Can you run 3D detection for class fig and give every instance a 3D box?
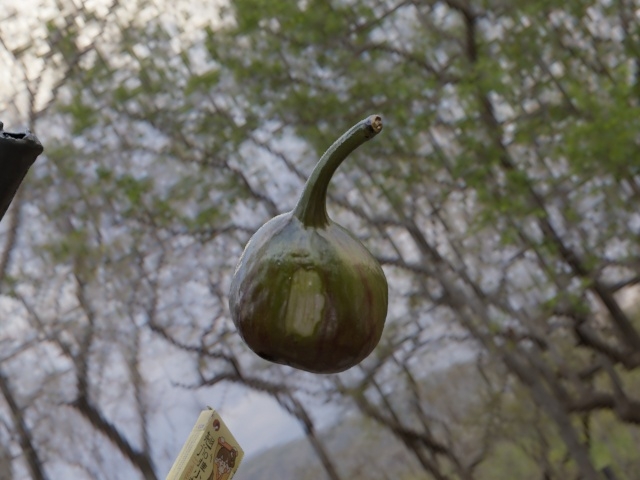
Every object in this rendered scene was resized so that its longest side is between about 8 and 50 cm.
[{"bbox_3d":[0.000,0.000,1.201,0.149,0.149,0.245,-18,-51,-41],"label":"fig"}]

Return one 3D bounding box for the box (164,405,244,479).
[{"bbox_3d":[-0.125,0.247,1.399,0.020,0.073,0.149,-6,41,33],"label":"box"}]

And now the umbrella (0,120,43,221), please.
[{"bbox_3d":[-0.168,0.004,0.606,0.133,0.036,0.031,-62,-21,-5],"label":"umbrella"}]
